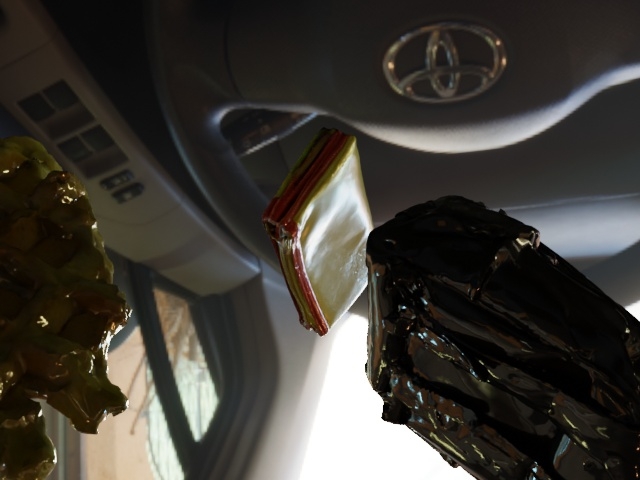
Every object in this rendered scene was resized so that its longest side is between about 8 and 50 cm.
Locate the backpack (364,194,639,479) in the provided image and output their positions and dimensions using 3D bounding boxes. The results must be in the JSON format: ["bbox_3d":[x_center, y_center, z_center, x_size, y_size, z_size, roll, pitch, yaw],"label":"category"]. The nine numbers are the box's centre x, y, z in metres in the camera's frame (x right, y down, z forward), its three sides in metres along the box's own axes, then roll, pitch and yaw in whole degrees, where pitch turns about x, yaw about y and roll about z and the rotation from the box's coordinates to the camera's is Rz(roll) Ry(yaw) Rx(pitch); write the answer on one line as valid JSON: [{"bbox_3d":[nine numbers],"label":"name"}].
[{"bbox_3d":[0.124,0.087,0.474,0.133,0.206,0.258,-21,-141,-31],"label":"backpack"}]

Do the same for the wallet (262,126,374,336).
[{"bbox_3d":[0.000,0.000,0.771,0.067,0.141,0.241,23,151,25],"label":"wallet"}]

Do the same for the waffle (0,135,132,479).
[{"bbox_3d":[-0.261,0.030,0.346,0.302,0.325,0.068,-11,133,-30],"label":"waffle"}]
